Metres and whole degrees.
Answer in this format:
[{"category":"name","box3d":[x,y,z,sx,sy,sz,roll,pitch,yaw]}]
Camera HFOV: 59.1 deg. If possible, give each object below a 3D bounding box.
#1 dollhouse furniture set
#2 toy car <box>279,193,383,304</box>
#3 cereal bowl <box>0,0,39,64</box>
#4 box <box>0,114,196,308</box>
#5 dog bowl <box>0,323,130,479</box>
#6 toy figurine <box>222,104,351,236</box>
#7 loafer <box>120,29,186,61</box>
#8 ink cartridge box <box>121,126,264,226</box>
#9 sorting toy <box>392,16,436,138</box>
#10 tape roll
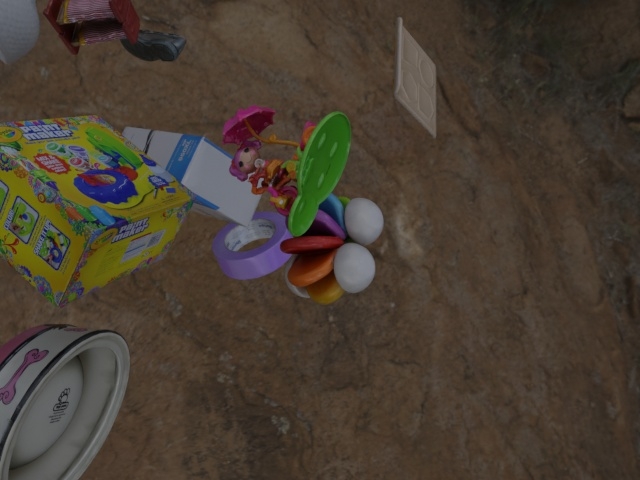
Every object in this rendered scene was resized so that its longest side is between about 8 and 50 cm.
[{"category":"dollhouse furniture set","box3d":[-0.641,-0.728,1.640,0.201,0.152,0.374,-9,58,6]},{"category":"toy car","box3d":[0.000,0.000,0.876,0.136,0.159,0.182,34,58,-36]},{"category":"cereal bowl","box3d":[-0.698,-0.547,1.163,0.141,0.339,0.339,-40,92,-19]},{"category":"box","box3d":[-0.443,-0.071,1.036,0.279,0.177,0.290,38,25,7]},{"category":"dog bowl","box3d":[-0.589,0.361,1.203,0.150,0.408,0.408,19,59,12]},{"category":"toy figurine","box3d":[-0.066,-0.113,0.770,0.159,0.130,0.173,23,93,22]},{"category":"loafer","box3d":[-0.551,-0.653,1.876,0.267,0.096,0.084,20,60,31]},{"category":"ink cartridge box","box3d":[-0.409,-0.196,1.706,0.285,0.394,0.166,32,76,-50]},{"category":"sorting toy","box3d":[0.202,-0.347,1.229,0.208,0.038,0.193,32,56,-51]},{"category":"tape roll","box3d":[-0.232,0.013,1.957,0.275,0.274,0.090,-45,134,-34]}]
